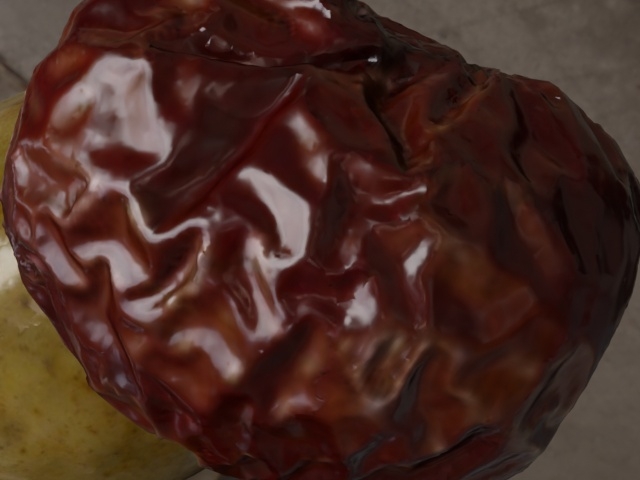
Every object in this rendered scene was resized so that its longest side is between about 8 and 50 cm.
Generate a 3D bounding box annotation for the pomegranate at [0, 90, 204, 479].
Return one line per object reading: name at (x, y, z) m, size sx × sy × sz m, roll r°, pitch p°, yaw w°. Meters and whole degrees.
pomegranate at (-0.130, 0.030, 0.738) m, size 0.260 × 0.260 × 0.260 m, roll 25°, pitch 154°, yaw 13°

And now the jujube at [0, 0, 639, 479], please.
jujube at (0.000, 0.000, 0.519) m, size 0.232 × 0.213 × 0.213 m, roll 27°, pitch 155°, yaw 5°
